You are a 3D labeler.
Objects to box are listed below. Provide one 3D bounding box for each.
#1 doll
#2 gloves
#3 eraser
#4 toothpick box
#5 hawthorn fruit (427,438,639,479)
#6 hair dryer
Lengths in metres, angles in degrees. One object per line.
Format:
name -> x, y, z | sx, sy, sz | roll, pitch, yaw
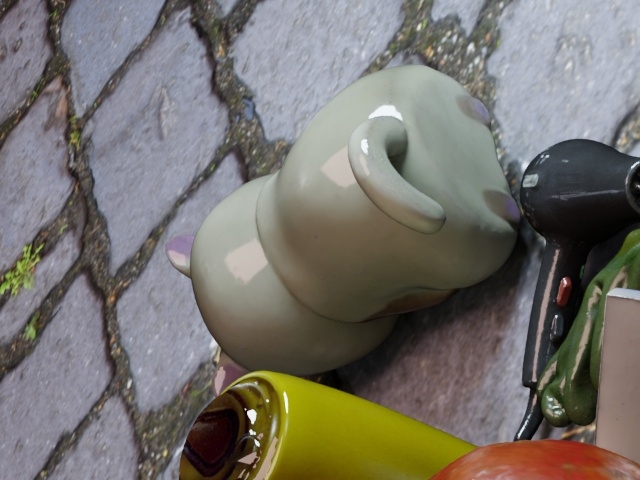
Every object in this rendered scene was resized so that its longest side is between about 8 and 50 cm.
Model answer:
doll -> 0.029, -0.010, 1.841 | 0.370, 0.226, 0.215 | -43, 64, 47
gloves -> 0.264, 0.044, 1.495 | 0.268, 0.135, 0.107 | -40, 41, 19
eraser -> 0.249, 0.115, 1.433 | 0.104, 0.023, 0.150 | 9, 106, 23
toothpick box -> 0.024, 0.211, 1.587 | 0.175, 0.271, 0.175 | -38, 38, 36
hawthorn fruit -> 0.145, 0.256, 1.381 | 0.287, 0.287, 0.330 | -49, 26, 21
hair dryer -> 0.210, 0.050, 1.629 | 0.235, 0.091, 0.272 | -177, 98, -75
